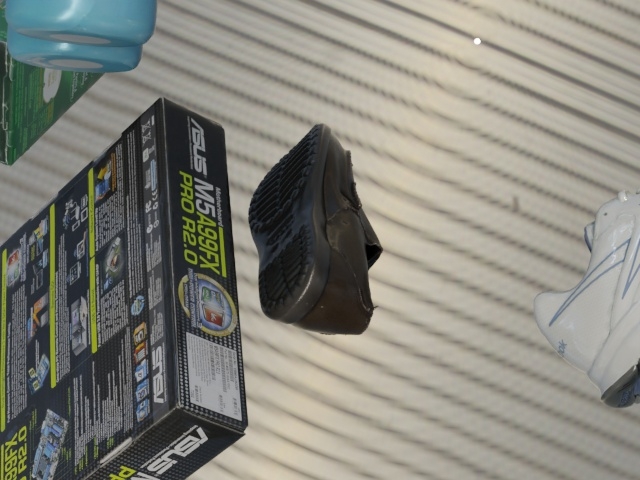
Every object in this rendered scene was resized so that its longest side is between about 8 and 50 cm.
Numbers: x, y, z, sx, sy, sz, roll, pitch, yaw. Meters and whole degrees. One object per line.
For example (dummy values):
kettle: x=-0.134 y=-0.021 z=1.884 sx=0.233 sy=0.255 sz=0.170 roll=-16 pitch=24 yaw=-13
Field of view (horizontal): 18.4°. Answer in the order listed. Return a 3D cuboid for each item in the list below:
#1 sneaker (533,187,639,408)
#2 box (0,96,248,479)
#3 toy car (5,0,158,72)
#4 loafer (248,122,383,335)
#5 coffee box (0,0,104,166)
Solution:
sneaker: x=0.291 y=-0.009 z=1.608 sx=0.129 sy=0.111 sz=0.297 roll=38 pitch=80 yaw=26
box: x=-0.146 y=0.064 z=1.385 sx=0.060 sy=0.270 sz=0.216 roll=24 pitch=132 yaw=-33
toy car: x=-0.196 y=-0.209 z=0.984 sx=0.238 sy=0.210 sz=0.219 roll=4 pitch=88 yaw=-9
loafer: x=0.000 y=0.000 z=1.399 sx=0.078 sy=0.220 sz=0.080 roll=35 pitch=120 yaw=-22
coffee box: x=-0.199 y=-0.148 z=1.472 sx=0.040 sy=0.184 sz=0.113 roll=21 pitch=131 yaw=14
